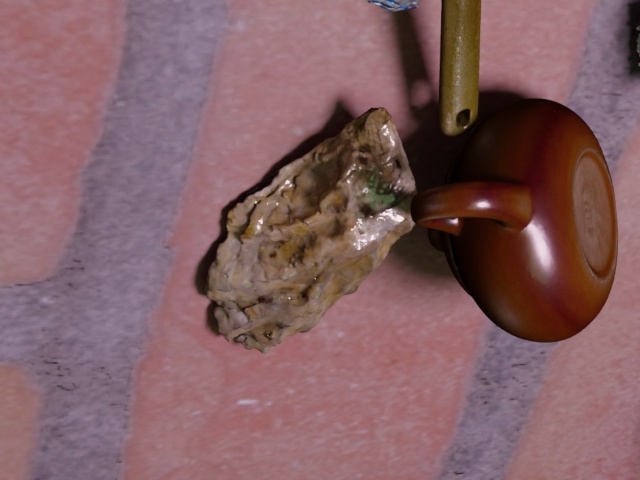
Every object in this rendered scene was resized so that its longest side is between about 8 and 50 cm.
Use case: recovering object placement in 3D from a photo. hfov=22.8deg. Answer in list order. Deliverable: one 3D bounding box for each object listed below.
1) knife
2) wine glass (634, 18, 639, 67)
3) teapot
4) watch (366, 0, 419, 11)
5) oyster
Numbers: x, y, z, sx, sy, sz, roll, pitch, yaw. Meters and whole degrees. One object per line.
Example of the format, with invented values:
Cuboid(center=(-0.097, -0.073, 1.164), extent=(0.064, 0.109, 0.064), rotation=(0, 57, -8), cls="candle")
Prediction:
Cuboid(center=(0.083, -0.178, 1.003), extent=(0.061, 0.027, 0.343), rotation=(-23, 144, -15), cls="knife")
Cuboid(center=(0.341, -0.165, 1.191), extent=(0.202, 0.093, 0.093), rotation=(-19, 128, -15), cls="wine glass")
Cuboid(center=(0.132, -0.013, 1.151), extent=(0.135, 0.178, 0.252), rotation=(-11, 170, 29), cls="teapot")
Cuboid(center=(0.116, -0.263, 1.022), extent=(0.274, 0.068, 0.276), rotation=(-49, 141, 13), cls="watch")
Cuboid(center=(0.002, 0.007, 1.156), extent=(0.209, 0.072, 0.133), rotation=(-42, 127, 7), cls="oyster")
